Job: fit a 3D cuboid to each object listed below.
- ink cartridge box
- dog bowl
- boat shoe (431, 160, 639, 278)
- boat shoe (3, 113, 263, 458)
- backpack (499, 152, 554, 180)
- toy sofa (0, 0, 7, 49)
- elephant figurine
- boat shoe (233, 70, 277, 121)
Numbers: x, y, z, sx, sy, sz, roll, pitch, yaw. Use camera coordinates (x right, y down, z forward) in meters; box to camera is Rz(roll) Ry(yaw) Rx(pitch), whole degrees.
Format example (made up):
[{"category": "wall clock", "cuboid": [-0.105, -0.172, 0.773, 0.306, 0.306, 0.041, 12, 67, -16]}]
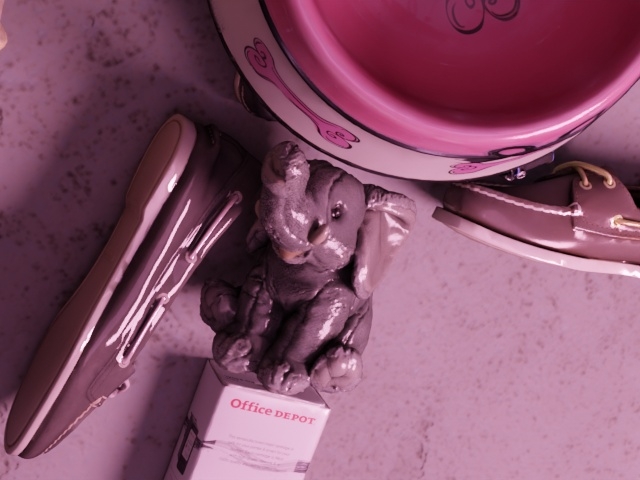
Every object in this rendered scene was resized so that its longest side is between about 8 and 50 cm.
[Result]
[{"category": "ink cartridge box", "cuboid": [-0.071, 0.194, 1.768, 0.109, 0.063, 0.150, 15, 106, -23]}, {"category": "dog bowl", "cuboid": [0.113, -0.246, 1.534, 0.407, 0.150, 0.408, -1, 95, -12]}, {"category": "boat shoe", "cuboid": [0.251, -0.022, 1.759, 0.324, 0.116, 0.097, 12, 103, -26]}, {"category": "boat shoe", "cuboid": [-0.158, 0.055, 1.656, 0.095, 0.112, 0.335, 27, 98, -21]}, {"category": "backpack", "cuboid": [0.159, -0.124, 1.692, 0.084, 0.105, 0.114, -25, 117, -32]}, {"category": "toy sofa", "cuboid": [-0.402, -0.233, 1.400, 0.150, 0.177, 0.362, -35, 119, 20]}, {"category": "elephant figurine", "cuboid": [0.000, 0.000, 1.632, 0.169, 0.186, 0.239, 7, 117, -16]}, {"category": "boat shoe", "cuboid": [-0.006, -0.193, 1.627, 0.075, 0.065, 0.206, 21, 104, -24]}]
